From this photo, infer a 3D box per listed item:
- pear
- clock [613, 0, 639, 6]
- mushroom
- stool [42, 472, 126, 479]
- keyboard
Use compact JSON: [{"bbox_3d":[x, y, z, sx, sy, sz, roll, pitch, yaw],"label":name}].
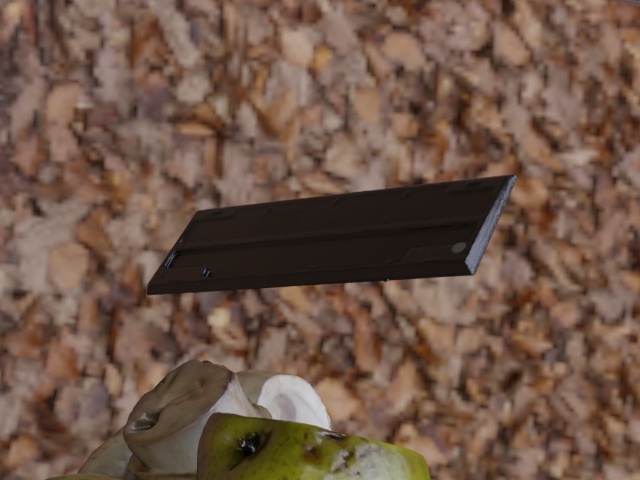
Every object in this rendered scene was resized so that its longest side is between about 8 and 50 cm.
[{"bbox_3d":[-0.008,0.153,0.863,0.141,0.141,0.104,38,63,-57],"label":"pear"},{"bbox_3d":[0.046,-0.184,0.615,0.189,0.254,0.189,-10,104,-44],"label":"clock"},{"bbox_3d":[-0.098,0.192,1.105,0.253,0.189,0.195,-83,152,-59],"label":"mushroom"},{"bbox_3d":[-0.083,0.127,0.401,0.134,0.110,0.135,28,47,-41],"label":"stool"},{"bbox_3d":[0.000,0.000,0.791,0.011,0.202,0.067,57,45,-32],"label":"keyboard"}]
